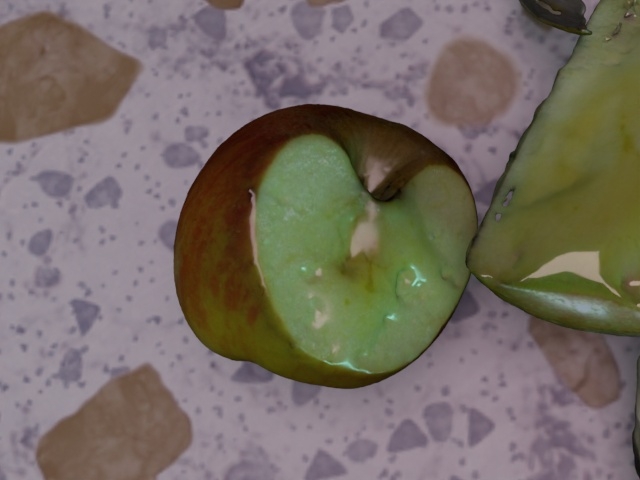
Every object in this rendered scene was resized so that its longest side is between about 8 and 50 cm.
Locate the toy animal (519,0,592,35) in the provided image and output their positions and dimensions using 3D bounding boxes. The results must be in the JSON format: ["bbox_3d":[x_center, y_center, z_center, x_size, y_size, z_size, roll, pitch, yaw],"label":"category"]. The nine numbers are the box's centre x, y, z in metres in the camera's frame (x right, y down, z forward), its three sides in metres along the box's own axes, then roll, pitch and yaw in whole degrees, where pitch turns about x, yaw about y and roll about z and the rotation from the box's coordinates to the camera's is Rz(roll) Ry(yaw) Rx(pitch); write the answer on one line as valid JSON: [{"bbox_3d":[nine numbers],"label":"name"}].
[{"bbox_3d":[0.151,-0.243,0.814,0.155,0.095,0.219,16,59,30],"label":"toy animal"}]

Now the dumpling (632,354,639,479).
[{"bbox_3d":[0.327,0.181,0.703,0.243,0.187,0.318,-18,59,-23],"label":"dumpling"}]

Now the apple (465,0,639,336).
[{"bbox_3d":[0.223,-0.030,0.747,0.193,0.120,0.265,20,59,19],"label":"apple"}]

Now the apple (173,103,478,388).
[{"bbox_3d":[0.000,0.000,0.766,0.195,0.160,0.173,8,99,-32],"label":"apple"}]
